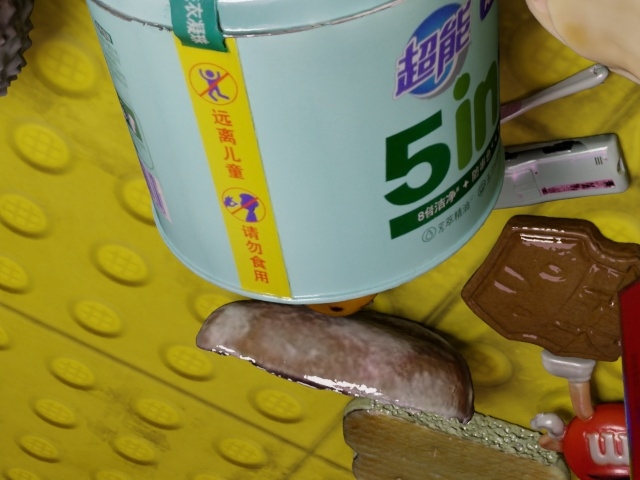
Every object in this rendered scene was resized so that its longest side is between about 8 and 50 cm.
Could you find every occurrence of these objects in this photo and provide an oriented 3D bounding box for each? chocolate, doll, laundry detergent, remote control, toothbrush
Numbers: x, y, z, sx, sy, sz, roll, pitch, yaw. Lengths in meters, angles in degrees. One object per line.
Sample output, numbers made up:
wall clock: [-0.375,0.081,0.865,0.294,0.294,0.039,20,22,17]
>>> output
chocolate: [0.023,0.122,1.158,0.303,0.100,0.185,12,177,8]
doll: [0.322,0.216,1.172,0.183,0.085,0.217,6,131,23]
laundry detergent: [-0.016,-0.159,0.749,0.287,0.287,0.305,7,137,16]
remote control: [0.191,-0.055,0.972,0.166,0.029,0.065,-6,131,27]
toothbrush: [0.164,-0.108,0.936,0.204,0.017,0.022,-23,142,39]

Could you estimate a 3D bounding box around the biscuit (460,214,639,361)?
biscuit: [0.260,0.061,1.064,0.215,0.034,0.182,22,139,-2]

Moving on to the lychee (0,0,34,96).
lychee: [-0.376,-0.204,0.866,0.300,0.300,0.300,12,138,11]

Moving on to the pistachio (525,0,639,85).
pistachio: [0.228,-0.218,0.667,0.214,0.193,0.318,-22,121,1]

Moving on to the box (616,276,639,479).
box: [0.365,0.189,0.924,0.197,0.313,0.089,25,139,-20]

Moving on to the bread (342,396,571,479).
bread: [0.154,0.278,1.325,0.287,0.056,0.207,21,136,1]

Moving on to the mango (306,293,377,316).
mango: [0.003,0.001,1.070,0.115,0.090,0.178,2,128,32]
